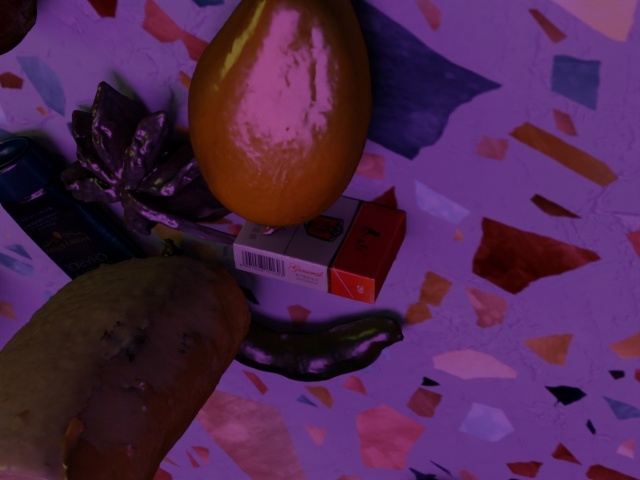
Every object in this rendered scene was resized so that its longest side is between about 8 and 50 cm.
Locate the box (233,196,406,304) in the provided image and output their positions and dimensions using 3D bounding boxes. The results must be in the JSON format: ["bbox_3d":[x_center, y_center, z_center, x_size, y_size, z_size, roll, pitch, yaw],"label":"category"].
[{"bbox_3d":[0.000,0.000,1.663,0.152,0.100,0.048,13,141,17],"label":"box"}]

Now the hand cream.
[{"bbox_3d":[-0.273,-0.008,1.849,0.120,0.061,0.270,-15,133,32],"label":"hand cream"}]

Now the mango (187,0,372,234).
[{"bbox_3d":[-0.037,-0.129,1.543,0.176,0.119,0.317,23,131,9],"label":"mango"}]

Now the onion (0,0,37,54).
[{"bbox_3d":[-0.331,-0.231,1.595,0.118,0.119,0.117,15,143,14],"label":"onion"}]

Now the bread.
[{"bbox_3d":[-0.237,0.169,1.703,0.236,0.375,0.165,-8,118,31],"label":"bread"}]

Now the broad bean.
[{"bbox_3d":[-0.053,0.095,1.833,0.291,0.049,0.144,20,135,10],"label":"broad bean"}]

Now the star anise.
[{"bbox_3d":[-0.172,-0.061,1.702,0.231,0.089,0.209,25,150,21],"label":"star anise"}]
